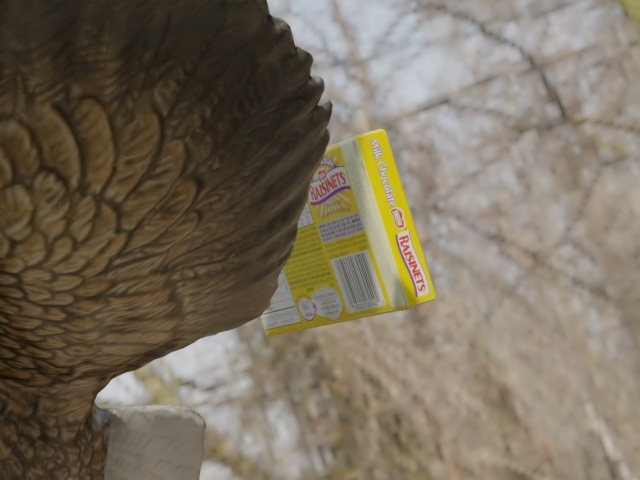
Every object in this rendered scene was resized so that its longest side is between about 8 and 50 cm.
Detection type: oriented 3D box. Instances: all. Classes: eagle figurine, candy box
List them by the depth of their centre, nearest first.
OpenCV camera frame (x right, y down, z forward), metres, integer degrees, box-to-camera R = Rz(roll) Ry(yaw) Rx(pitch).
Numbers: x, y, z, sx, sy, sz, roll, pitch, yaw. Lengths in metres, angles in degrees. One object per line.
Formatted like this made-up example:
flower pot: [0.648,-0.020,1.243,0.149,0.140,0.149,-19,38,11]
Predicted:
eagle figurine: [-0.121,0.037,0.582,0.225,0.226,0.298,-5,4,-18]
candy box: [0.000,0.000,1.199,0.027,0.105,0.206,-15,0,-26]
